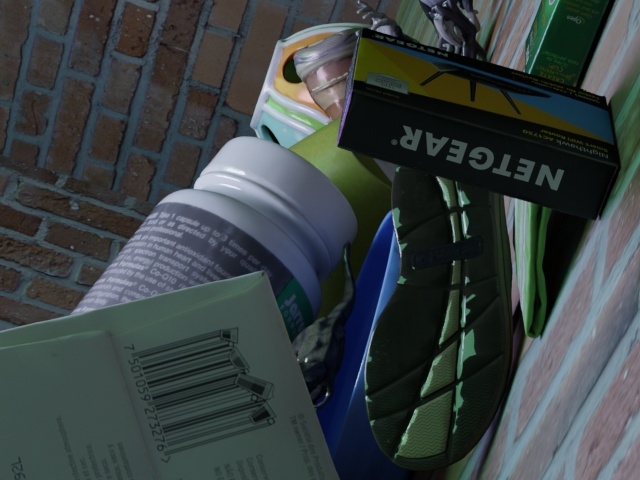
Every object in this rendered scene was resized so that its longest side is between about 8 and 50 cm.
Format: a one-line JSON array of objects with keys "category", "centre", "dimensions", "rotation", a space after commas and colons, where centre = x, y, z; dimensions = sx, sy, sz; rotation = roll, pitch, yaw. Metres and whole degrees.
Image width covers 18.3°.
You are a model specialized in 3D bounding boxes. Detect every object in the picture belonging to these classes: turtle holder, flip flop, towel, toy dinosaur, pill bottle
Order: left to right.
[{"category": "pill bottle", "centre": [-0.128, 0.078, 2.016], "dimensions": [0.361, 0.204, 0.204], "rotation": [-54, -5, -24]}, {"category": "toy dinosaur", "centre": [-0.006, 0.112, 1.913], "dimensions": [0.268, 0.064, 0.118], "rotation": [-68, 2, -60]}, {"category": "turtle holder", "centre": [0.029, -0.179, 2.707], "dimensions": [0.320, 0.227, 0.243], "rotation": [-102, 30, -83]}, {"category": "flip flop", "centre": [0.098, 0.044, 1.485], "dimensions": [0.080, 0.112, 0.277], "rotation": [50, -143, -52]}, {"category": "towel", "centre": [0.151, -0.011, 1.397], "dimensions": [0.152, 0.023, 0.113], "rotation": [-86, -6, -66]}]

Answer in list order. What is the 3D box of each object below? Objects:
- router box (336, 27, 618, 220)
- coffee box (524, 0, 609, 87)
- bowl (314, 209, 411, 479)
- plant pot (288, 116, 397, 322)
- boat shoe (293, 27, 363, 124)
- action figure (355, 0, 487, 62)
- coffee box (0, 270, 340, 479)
[{"category": "router box", "centre": [0.104, -0.080, 1.325], "dimensions": [0.133, 0.179, 0.046], "rotation": [-81, 7, -65]}, {"category": "coffee box", "centre": [0.206, -0.211, 1.536], "dimensions": [0.113, 0.040, 0.184], "rotation": [-79, 8, -68]}, {"category": "bowl", "centre": [0.044, 0.166, 1.913], "dimensions": [0.391, 0.077, 0.391], "rotation": [-162, 90, -87]}, {"category": "plant pot", "centre": [0.000, 0.000, 2.271], "dimensions": [0.293, 0.275, 0.275], "rotation": [-52, 14, 30]}, {"category": "boat shoe", "centre": [0.071, -0.169, 2.391], "dimensions": [0.324, 0.123, 0.116], "rotation": [2, -115, -63]}, {"category": "action figure", "centre": [0.119, -0.240, 2.219], "dimensions": [0.164, 0.141, 0.275], "rotation": [-24, 36, 44]}, {"category": "coffee box", "centre": [-0.173, 0.267, 1.635], "dimensions": [0.334, 0.338, 0.337], "rotation": [113, 141, -65]}]
